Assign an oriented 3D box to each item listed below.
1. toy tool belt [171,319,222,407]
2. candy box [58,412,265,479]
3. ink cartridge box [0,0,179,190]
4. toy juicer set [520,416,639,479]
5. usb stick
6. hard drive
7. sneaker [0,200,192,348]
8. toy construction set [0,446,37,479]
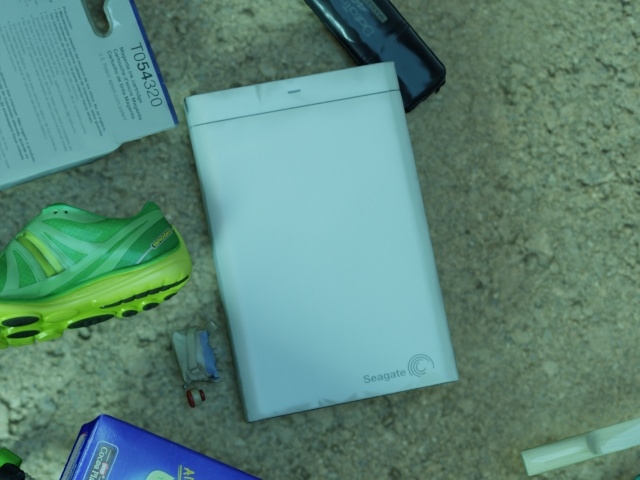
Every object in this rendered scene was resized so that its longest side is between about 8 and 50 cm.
[{"bbox_3d":[-0.123,0.129,1.919,0.051,0.052,0.083,-16,87,-11],"label":"toy tool belt"},{"bbox_3d":[-0.132,0.356,1.806,0.317,0.122,0.268,25,74,-11],"label":"candy box"},{"bbox_3d":[-0.352,-0.214,1.887,0.330,0.071,0.324,-19,87,-29],"label":"ink cartridge box"},{"bbox_3d":[0.278,0.334,2.000,0.209,0.089,0.329,5,88,-4],"label":"toy juicer set"},{"bbox_3d":[0.032,-0.262,2.033,0.077,0.045,0.278,-42,95,-10],"label":"usb stick"},{"bbox_3d":[0.000,0.000,1.963,0.233,0.047,0.353,-11,85,-9],"label":"hard drive"},{"bbox_3d":[-0.283,0.031,1.870,0.295,0.109,0.123,-12,67,-20],"label":"sneaker"},{"bbox_3d":[-0.461,0.278,1.727,0.237,0.257,0.309,35,83,8],"label":"toy construction set"}]
